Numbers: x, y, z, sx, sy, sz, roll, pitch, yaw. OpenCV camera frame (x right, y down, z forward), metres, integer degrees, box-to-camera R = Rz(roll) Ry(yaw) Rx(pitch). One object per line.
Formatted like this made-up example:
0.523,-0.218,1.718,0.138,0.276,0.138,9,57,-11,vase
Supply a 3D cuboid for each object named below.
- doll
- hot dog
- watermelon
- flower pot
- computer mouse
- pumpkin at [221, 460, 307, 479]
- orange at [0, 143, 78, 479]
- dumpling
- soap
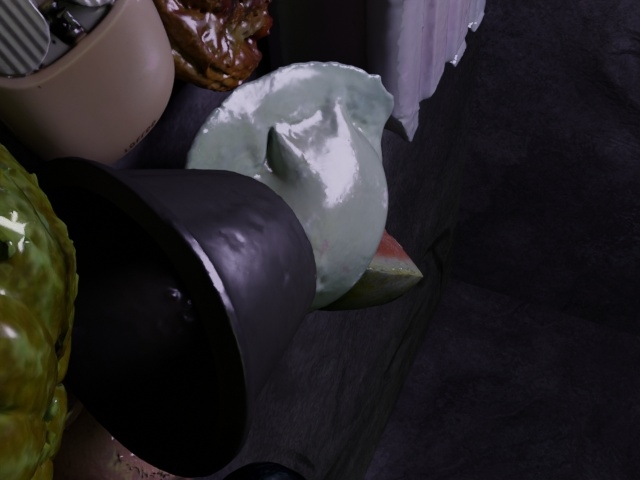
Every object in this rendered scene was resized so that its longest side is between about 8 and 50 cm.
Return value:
-0.182,0.202,0.766,0.303,0.156,0.201,-36,134,-68,doll
-0.108,-0.229,0.676,0.227,0.099,0.160,-28,137,-69,hot dog
0.000,0.000,1.075,0.310,0.232,0.193,2,114,-24,watermelon
-0.110,0.040,0.590,0.166,0.269,0.269,-30,136,-44,flower pot
-0.185,-0.141,0.518,0.145,0.082,0.236,-47,155,-17,computer mouse
-0.126,0.473,1.108,0.248,0.248,0.248,17,90,-72,pumpkin
-0.236,0.069,0.338,0.300,0.223,0.301,174,-76,-70,orange
-0.065,-0.035,0.816,0.270,0.212,0.321,12,78,-30,dumpling
0.077,-0.398,0.873,0.350,0.213,0.435,-56,155,-35,soap
